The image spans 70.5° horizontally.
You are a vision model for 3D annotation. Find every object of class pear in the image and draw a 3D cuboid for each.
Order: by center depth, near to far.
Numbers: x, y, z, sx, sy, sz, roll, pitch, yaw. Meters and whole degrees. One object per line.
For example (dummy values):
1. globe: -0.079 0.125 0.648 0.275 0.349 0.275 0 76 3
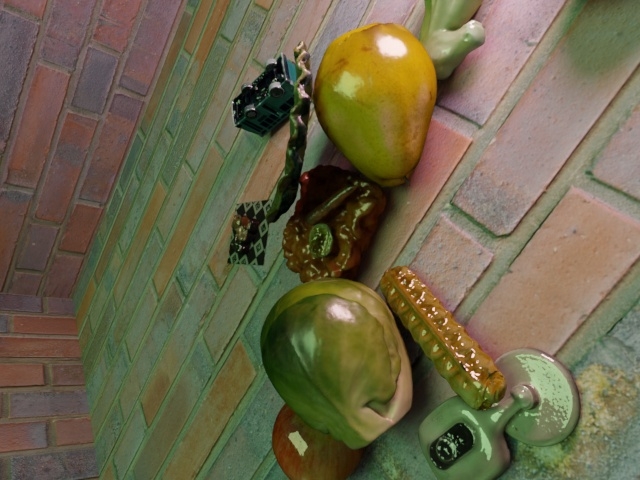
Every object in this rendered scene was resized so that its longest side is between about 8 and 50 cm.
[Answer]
1. pear: 0.134 -0.294 0.991 0.284 0.336 0.285 -32 23 15

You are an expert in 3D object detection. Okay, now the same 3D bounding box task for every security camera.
1. security camera: 0.298 0.310 0.780 0.302 0.080 0.157 -51 46 23

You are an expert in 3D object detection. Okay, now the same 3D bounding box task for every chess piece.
1. chess piece: 0.284 -0.503 0.974 0.175 0.175 0.299 17 106 49

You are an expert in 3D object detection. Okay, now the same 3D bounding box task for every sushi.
1. sushi: -0.261 -0.030 1.527 0.231 0.047 0.220 -1 80 49

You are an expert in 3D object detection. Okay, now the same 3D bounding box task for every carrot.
1. carrot: 0.024 -0.084 1.066 0.165 0.035 0.036 -36 55 33

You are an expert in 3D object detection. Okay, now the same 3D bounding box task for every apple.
1. apple: -0.006 0.442 1.001 0.209 0.209 0.164 39 120 47

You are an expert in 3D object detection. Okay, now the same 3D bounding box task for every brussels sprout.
1. brussels sprout: 0.033 0.238 0.931 0.289 0.281 0.355 -46 59 21

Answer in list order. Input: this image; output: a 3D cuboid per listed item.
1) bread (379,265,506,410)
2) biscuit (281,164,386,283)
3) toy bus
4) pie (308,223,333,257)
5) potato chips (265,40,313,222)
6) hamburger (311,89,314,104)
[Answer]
1. bread: 0.217 0.166 0.869 0.084 0.077 0.368 -65 32 22
2. biscuit: 0.015 -0.034 1.166 0.318 0.110 0.312 32 105 47
3. toy bus: -0.160 -0.453 1.450 0.256 0.147 0.129 -30 57 35
4. pie: 0.000 0.000 1.079 0.084 0.019 0.085 -12 73 44
5. potato chips: -0.066 -0.236 1.073 0.429 0.069 0.359 111 168 -71
6. hamburger: 0.088 -0.406 1.172 0.262 0.124 0.131 -35 56 39
